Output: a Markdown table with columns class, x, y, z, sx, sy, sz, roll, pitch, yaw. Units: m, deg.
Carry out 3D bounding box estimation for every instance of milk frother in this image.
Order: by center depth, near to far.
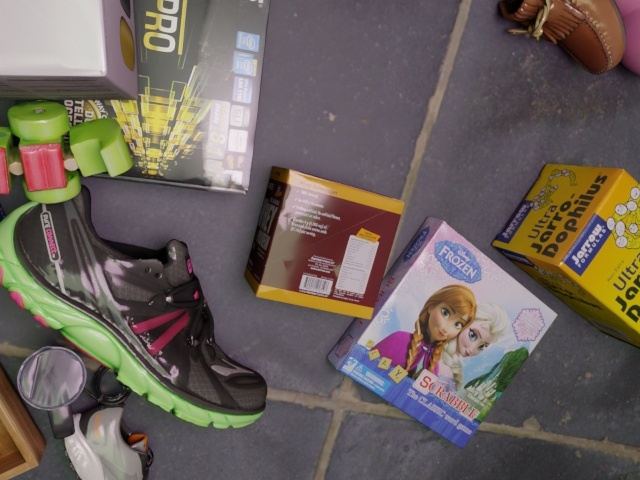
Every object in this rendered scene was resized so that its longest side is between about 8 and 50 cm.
| class | x | y | z | sx | sy | sz | roll | pitch | yaw |
| --- | --- | --- | --- | --- | --- | --- | --- | --- | --- |
| milk frother | -0.349 | 0.203 | 0.796 | 0.143 | 0.135 | 0.129 | -31 | 92 | -27 |

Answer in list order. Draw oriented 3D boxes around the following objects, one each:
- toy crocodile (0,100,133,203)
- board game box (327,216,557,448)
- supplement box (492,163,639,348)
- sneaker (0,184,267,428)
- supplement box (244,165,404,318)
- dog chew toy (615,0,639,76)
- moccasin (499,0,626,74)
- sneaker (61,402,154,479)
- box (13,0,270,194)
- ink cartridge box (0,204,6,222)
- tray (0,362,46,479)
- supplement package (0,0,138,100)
| class | x | y | z | sx | sy | sz | roll | pitch | yaw |
| --- | --- | --- | --- | --- | --- | --- | --- | --- | --- |
| toy crocodile | -0.398 | -0.094 | 0.631 | 0.341 | 0.105 | 0.115 | -4 | 124 | -17 |
| board game box | 0.231 | 0.175 | 1.002 | 0.319 | 0.066 | 0.317 | 35 | 89 | -19 |
| supplement box | 0.538 | 0.040 | 1.000 | 0.357 | 0.195 | 0.194 | 34 | 89 | -18 |
| sneaker | -0.230 | 0.110 | 0.795 | 0.202 | 0.185 | 0.483 | -51 | 119 | -15 |
| supplement box | 0.000 | 0.000 | 0.870 | 0.192 | 0.129 | 0.194 | 14 | 96 | -18 |
| dog chew toy | 0.572 | -0.445 | 0.928 | 0.207 | 0.206 | 0.331 | -36 | 99 | -8 |
| moccasin | 0.349 | -0.408 | 0.893 | 0.380 | 0.139 | 0.147 | 39 | 89 | -19 |
| sneaker | -0.308 | 0.382 | 0.868 | 0.108 | 0.100 | 0.271 | -25 | 106 | -16 |
| box | -0.240 | -0.276 | 0.766 | 0.319 | 0.097 | 0.394 | 6 | 97 | -16 |
| ink cartridge box | -0.494 | -0.105 | 0.724 | 0.046 | 0.097 | 0.206 | -21 | 105 | -12 |
| tray | -0.585 | 0.180 | 0.763 | 0.203 | 0.076 | 0.410 | -23 | 106 | -12 |
| supplement package | -0.310 | -0.257 | 0.566 | 0.198 | 0.263 | 0.199 | -3 | 100 | -12 |
